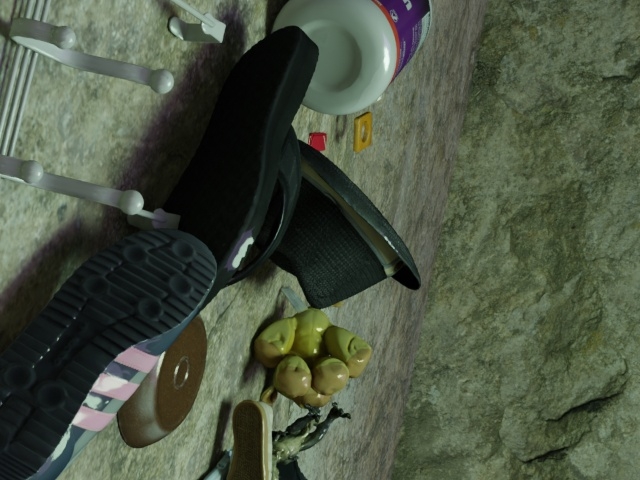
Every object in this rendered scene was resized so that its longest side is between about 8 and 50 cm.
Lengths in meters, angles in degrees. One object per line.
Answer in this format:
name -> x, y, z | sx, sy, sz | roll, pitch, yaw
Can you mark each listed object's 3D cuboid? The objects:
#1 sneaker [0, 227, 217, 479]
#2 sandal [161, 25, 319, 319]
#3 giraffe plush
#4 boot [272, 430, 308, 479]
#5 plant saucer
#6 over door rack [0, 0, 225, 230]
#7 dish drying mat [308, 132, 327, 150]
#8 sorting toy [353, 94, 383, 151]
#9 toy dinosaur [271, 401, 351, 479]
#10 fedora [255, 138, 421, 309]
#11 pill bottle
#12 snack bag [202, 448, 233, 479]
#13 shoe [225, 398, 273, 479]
sneaker -> -0.216, 0.113, 0.866 | 0.319, 0.112, 0.131 | -47, 170, -39
sandal -> -0.079, -0.066, 1.090 | 0.107, 0.167, 0.446 | 44, 50, -31
giraffe plush -> -0.030, 0.206, 1.562 | 0.210, 0.181, 0.171 | -112, -155, -46
boot -> -0.072, 0.468, 1.572 | 0.207, 0.094, 0.246 | -82, 165, -49
plant saucer -> -0.183, 0.158, 1.158 | 0.198, 0.036, 0.199 | 10, 90, -74
over door rack -> -0.168, -0.141, 0.879 | 0.324, 0.108, 0.240 | 28, 75, -74
dish drying mat -> -0.005, -0.166, 1.611 | 0.083, 0.008, 0.032 | -23, 123, -71
sorting toy -> 0.064, -0.331, 1.675 | 0.196, 0.047, 0.348 | -16, 113, -65
toy dinosaur -> -0.022, 0.305, 1.521 | 0.118, 0.064, 0.268 | -46, 169, 24
fedora -> 0.000, 0.000, 1.405 | 0.152, 0.334, 0.334 | -42, 158, -5
pill bottle -> 0.059, -0.320, 1.414 | 0.323, 0.181, 0.182 | -55, 152, -56
snack bag -> -0.196, 0.505, 1.346 | 0.323, 0.037, 0.343 | -31, 127, -70
shoe -> -0.101, 0.344, 1.399 | 0.058, 0.076, 0.219 | 20, 76, -70
